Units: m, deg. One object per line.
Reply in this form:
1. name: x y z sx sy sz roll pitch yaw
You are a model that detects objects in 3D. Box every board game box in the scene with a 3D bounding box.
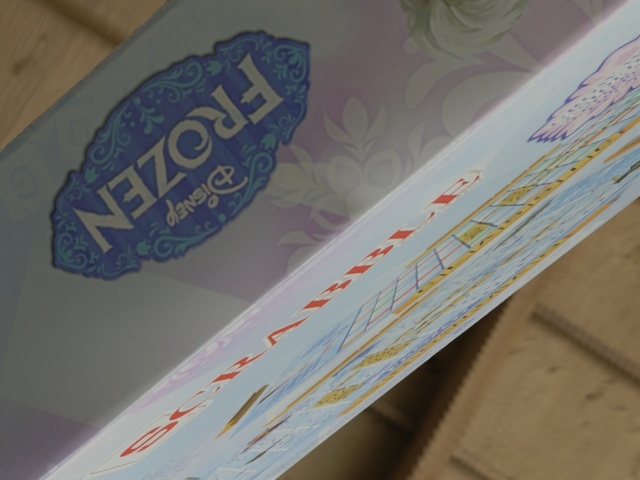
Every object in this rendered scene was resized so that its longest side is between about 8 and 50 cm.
1. board game box: 0.000 0.000 0.559 0.319 0.318 0.066 -39 -100 16
